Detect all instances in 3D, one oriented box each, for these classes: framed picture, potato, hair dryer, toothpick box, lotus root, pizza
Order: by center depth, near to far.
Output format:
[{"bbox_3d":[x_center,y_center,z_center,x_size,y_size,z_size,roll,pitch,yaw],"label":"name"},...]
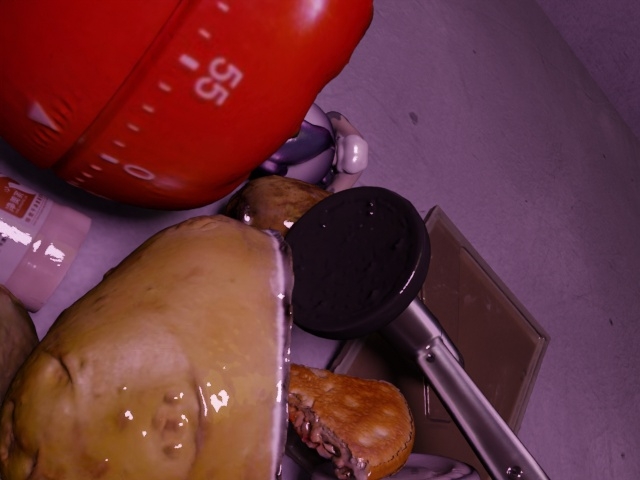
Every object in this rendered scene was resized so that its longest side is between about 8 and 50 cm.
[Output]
[{"bbox_3d":[-0.283,-0.014,0.425,0.149,0.098,0.098,34,51,-29],"label":"toothpick box"},{"bbox_3d":[-0.135,0.102,0.431,0.196,0.246,0.299,9,43,-14],"label":"potato"},{"bbox_3d":[0.135,0.117,0.520,0.155,0.284,0.320,-49,127,-6],"label":"hair dryer"},{"bbox_3d":[0.010,0.187,0.568,0.201,0.193,0.053,-5,117,-67],"label":"pizza"},{"bbox_3d":[0.000,0.000,0.654,0.260,0.145,0.128,15,96,-36],"label":"lotus root"},{"bbox_3d":[0.175,0.203,0.749,0.326,0.028,0.446,47,55,-13],"label":"framed picture"}]

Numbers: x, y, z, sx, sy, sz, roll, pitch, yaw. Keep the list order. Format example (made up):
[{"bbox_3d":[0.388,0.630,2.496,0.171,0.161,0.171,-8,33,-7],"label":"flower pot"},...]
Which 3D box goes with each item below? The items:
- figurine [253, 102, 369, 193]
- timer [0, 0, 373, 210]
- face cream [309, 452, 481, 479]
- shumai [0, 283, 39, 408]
[{"bbox_3d":[-0.027,-0.121,0.697,0.222,0.145,0.145,3,69,-44],"label":"figurine"},{"bbox_3d":[-0.134,-0.218,0.461,0.279,0.378,0.377,33,51,-32],"label":"timer"},{"bbox_3d":[0.078,0.307,0.524,0.177,0.177,0.152,11,71,-40],"label":"face cream"},{"bbox_3d":[-0.297,0.101,0.344,0.201,0.120,0.201,2,90,-82],"label":"shumai"}]
